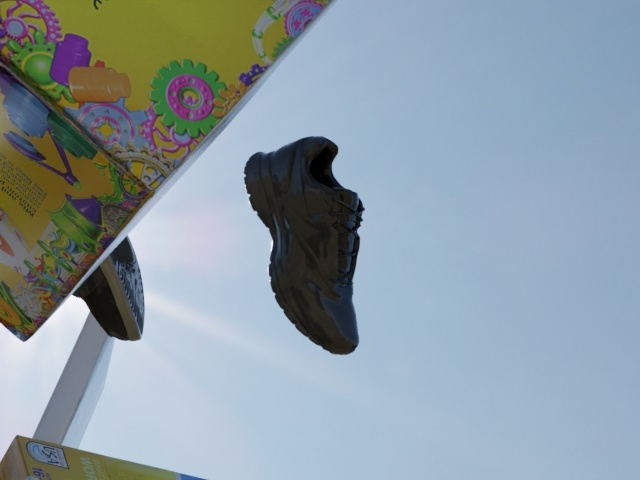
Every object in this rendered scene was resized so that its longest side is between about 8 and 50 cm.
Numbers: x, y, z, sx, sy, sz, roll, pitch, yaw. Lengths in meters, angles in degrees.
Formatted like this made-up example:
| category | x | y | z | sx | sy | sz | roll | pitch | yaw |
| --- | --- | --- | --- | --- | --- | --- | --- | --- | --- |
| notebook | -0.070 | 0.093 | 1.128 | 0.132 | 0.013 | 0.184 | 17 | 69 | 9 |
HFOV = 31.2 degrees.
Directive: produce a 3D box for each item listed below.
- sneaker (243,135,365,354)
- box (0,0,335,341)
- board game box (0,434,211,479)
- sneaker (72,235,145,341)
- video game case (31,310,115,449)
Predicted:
| category | x | y | z | sx | sy | sz | roll | pitch | yaw |
| --- | --- | --- | --- | --- | --- | --- | --- | --- | --- |
| sneaker | 0.000 | 0.000 | 1.415 | 0.130 | 0.286 | 0.109 | -25 | -14 | 24 |
| box | -0.179 | -0.131 | 0.587 | 0.290 | 0.177 | 0.279 | 43 | -30 | -7 |
| board game box | -0.153 | 0.321 | 1.144 | 0.316 | 0.242 | 0.064 | 22 | -74 | -34 |
| sneaker | -0.247 | 0.016 | 1.073 | 0.118 | 0.083 | 0.222 | -14 | -53 | 7 |
| video game case | -0.334 | 0.260 | 1.442 | 0.036 | 0.329 | 0.300 | 22 | -33 | -3 |
